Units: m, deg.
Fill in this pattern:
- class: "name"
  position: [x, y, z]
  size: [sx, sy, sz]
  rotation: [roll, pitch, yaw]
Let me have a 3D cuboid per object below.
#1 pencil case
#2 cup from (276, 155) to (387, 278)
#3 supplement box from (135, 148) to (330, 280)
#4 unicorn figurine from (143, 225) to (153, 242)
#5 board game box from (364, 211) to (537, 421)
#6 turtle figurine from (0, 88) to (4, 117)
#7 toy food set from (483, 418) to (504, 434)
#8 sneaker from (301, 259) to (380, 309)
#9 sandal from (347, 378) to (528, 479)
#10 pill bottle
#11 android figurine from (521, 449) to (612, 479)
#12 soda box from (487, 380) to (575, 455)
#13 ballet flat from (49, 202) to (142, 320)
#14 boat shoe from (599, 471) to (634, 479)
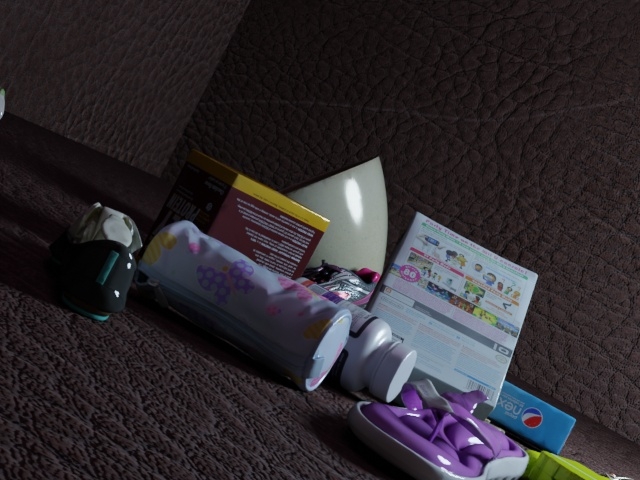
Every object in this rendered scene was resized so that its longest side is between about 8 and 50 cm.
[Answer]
- class: "pencil case"
  position: [-0.096, 0.078, 1.412]
  size: [0.273, 0.113, 0.124]
  rotation: [28, 12, 16]
- class: "cup"
  position: [0.000, 0.000, 2.247]
  size: [0.331, 0.331, 0.237]
  rotation: [-133, -158, -84]
- class: "supplement box"
  position: [-0.129, 0.005, 1.645]
  size: [0.191, 0.194, 0.129]
  rotation: [26, 3, -42]
- class: "unicorn figurine"
  position: [-0.261, 0.004, 2.060]
  size: [0.162, 0.060, 0.111]
  rotation: [47, 12, 30]
- class: "board game box"
  position: [0.183, 0.122, 1.739]
  size: [0.224, 0.097, 0.303]
  rotation: [28, 45, 2]
- class: "turtle figurine"
  position: [-0.650, -0.269, 1.806]
  size: [0.275, 0.197, 0.266]
  rotation: [33, 1, 33]
- class: "toy food set"
  position: [0.251, 0.289, 1.921]
  size: [0.122, 0.019, 0.078]
  rotation: [26, 2, -37]
- class: "sneaker"
  position: [-0.009, 0.088, 2.054]
  size: [0.121, 0.112, 0.299]
  rotation: [25, 9, 40]
- class: "sandal"
  position: [0.149, 0.212, 1.336]
  size: [0.169, 0.102, 0.416]
  rotation: [28, 2, 23]
- class: "pill bottle"
  position: [0.029, 0.139, 1.556]
  size: [0.193, 0.108, 0.108]
  rotation: [28, 2, 20]
- class: "android figurine"
  position: [0.372, 0.347, 1.508]
  size: [0.248, 0.056, 0.273]
  rotation: [29, 2, 31]
- class: "soda box"
  position: [0.332, 0.294, 1.987]
  size: [0.210, 0.071, 0.067]
  rotation: [28, -11, 17]
- class: "ballet flat"
  position: [-0.242, 0.016, 1.279]
  size: [0.095, 0.096, 0.280]
  rotation: [26, 2, -20]
- class: "boat shoe"
  position: [0.450, 0.384, 1.790]
  size: [0.137, 0.043, 0.049]
  rotation: [24, 6, -42]
